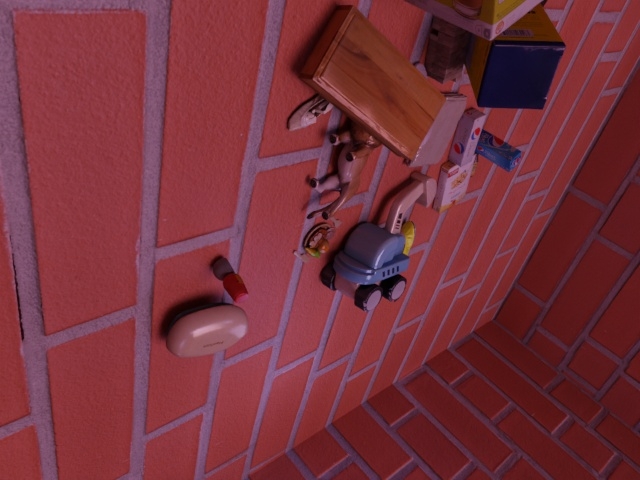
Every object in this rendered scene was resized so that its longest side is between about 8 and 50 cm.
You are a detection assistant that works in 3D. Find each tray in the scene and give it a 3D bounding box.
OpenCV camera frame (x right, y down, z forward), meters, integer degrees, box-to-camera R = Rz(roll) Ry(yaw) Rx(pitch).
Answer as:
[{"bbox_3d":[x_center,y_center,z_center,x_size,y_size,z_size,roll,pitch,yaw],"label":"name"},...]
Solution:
[{"bbox_3d":[0.152,-0.400,1.444,0.410,0.076,0.203,29,91,-38],"label":"tray"}]

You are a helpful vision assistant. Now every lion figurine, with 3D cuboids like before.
[{"bbox_3d":[0.098,-0.236,1.672,0.240,0.142,0.392,-32,161,-48],"label":"lion figurine"}]

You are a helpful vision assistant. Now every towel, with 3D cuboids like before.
[{"bbox_3d":[0.409,-0.390,1.947,0.187,0.049,0.282,-12,134,-42],"label":"towel"}]

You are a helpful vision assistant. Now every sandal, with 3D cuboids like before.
[{"bbox_3d":[0.303,-0.434,1.756,0.102,0.076,0.265,-39,129,-42],"label":"sandal"}]

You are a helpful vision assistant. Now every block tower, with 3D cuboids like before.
[{"bbox_3d":[0.388,-0.629,1.624,0.097,0.091,0.336,-31,143,-26],"label":"block tower"}]

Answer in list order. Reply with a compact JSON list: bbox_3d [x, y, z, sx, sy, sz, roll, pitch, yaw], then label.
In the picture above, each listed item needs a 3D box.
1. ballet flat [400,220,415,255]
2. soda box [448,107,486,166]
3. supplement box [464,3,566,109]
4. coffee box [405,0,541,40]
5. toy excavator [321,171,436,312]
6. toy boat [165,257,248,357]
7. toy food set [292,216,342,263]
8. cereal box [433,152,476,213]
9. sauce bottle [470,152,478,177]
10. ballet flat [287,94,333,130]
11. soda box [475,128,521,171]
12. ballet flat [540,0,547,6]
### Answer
[{"bbox_3d":[0.336,0.017,2.272,0.077,0.077,0.231,-15,139,-19],"label":"ballet flat"},{"bbox_3d":[0.562,-0.396,2.107,0.073,0.069,0.216,-28,143,-31],"label":"soda box"},{"bbox_3d":[0.546,-0.565,1.605,0.195,0.357,0.194,2,137,0],"label":"supplement box"},{"bbox_3d":[0.384,-0.744,1.261,0.338,0.337,0.334,-39,146,-14],"label":"coffee box"},{"bbox_3d":[0.246,-0.011,2.024,0.432,0.222,0.446,-16,127,-43],"label":"toy excavator"},{"bbox_3d":[-0.313,0.206,1.627,0.267,0.148,0.318,0,132,-45],"label":"toy boat"},{"bbox_3d":[0.000,0.000,1.865,0.192,0.038,0.132,-50,148,1],"label":"toy food set"},{"bbox_3d":[0.556,-0.243,2.281,0.173,0.047,0.240,-31,144,-27],"label":"cereal box"},{"bbox_3d":[0.640,-0.327,2.302,0.042,0.042,0.128,-28,142,-31],"label":"sauce bottle"},{"bbox_3d":[-0.016,-0.346,1.463,0.168,0.052,0.057,-44,148,-8],"label":"ballet flat"},{"bbox_3d":[0.684,-0.360,2.159,0.067,0.210,0.071,-42,148,-12],"label":"soda box"},{"bbox_3d":[0.761,-0.845,1.897,0.084,0.058,0.250,16,107,-33],"label":"ballet flat"}]
